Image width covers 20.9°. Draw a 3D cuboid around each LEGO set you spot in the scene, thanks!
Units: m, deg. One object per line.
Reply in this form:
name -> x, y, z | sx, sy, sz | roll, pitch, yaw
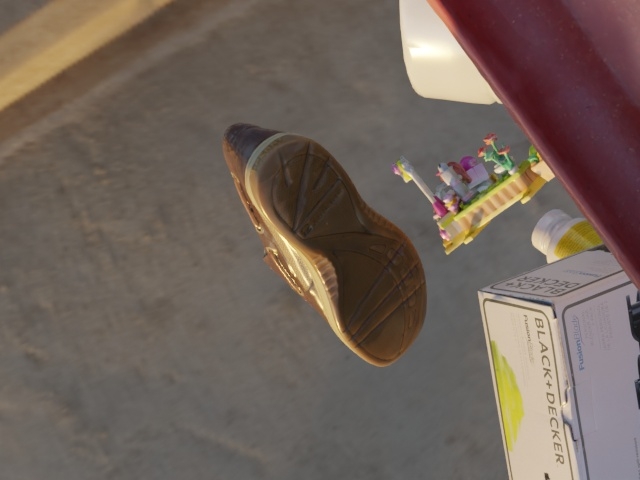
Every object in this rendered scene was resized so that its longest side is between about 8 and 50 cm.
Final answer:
LEGO set -> 0.150, -0.071, 1.761 | 0.132, 0.287, 0.107 | -40, 92, -17

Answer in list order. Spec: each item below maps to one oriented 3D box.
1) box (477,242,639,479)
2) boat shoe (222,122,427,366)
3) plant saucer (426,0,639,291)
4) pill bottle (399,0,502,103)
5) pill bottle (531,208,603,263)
box -> 0.265, 0.075, 1.297 | 0.087, 0.290, 0.169 | 11, 116, 56
boat shoe -> 0.000, 0.000, 1.828 | 0.123, 0.342, 0.123 | -49, 43, -10
plant saucer -> 0.144, -0.108, 0.529 | 0.259, 0.048, 0.258 | -21, 112, 49
pill bottle -> 0.259, -0.146, 0.944 | 0.407, 0.229, 0.229 | 7, 98, 16
pill bottle -> 0.272, 0.016, 1.775 | 0.116, 0.065, 0.065 | 39, 106, 36
